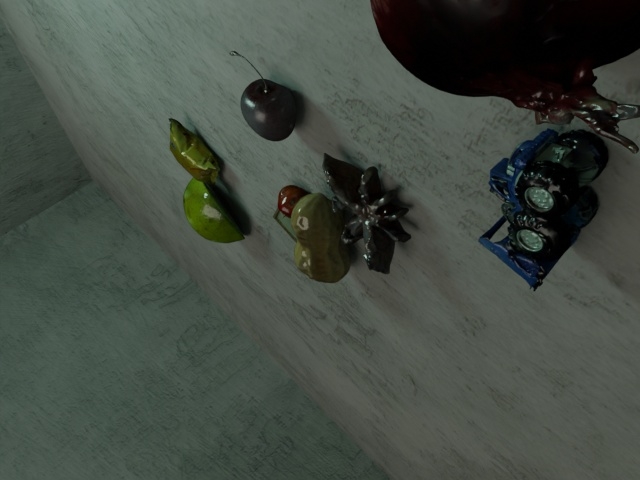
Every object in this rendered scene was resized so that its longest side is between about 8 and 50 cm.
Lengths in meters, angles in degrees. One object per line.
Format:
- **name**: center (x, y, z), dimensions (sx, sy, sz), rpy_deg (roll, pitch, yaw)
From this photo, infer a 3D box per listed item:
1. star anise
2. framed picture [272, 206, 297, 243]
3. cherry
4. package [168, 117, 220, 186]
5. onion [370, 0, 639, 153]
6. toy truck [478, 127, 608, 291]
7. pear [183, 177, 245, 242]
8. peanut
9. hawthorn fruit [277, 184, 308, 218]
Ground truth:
- **star anise**: center (0.093, -0.046, 0.974), dimensions (0.198, 0.110, 0.257), rpy_deg (27, 141, 40)
- **framed picture**: center (-0.073, -0.057, 1.346), dimensions (0.136, 0.010, 0.201), rpy_deg (47, 156, 3)
- **cherry**: center (-0.123, -0.293, 0.999), dimensions (0.188, 0.115, 0.148), rpy_deg (43, -166, 31)
- **package**: center (-0.408, -0.275, 1.490), dimensions (0.226, 0.090, 0.168), rpy_deg (45, 158, 0)
- **onion**: center (0.183, -0.195, 0.398), dimensions (0.273, 0.273, 0.285), rpy_deg (-16, 82, 63)
- **toy truck**: center (0.295, -0.043, 0.636), dimensions (0.126, 0.113, 0.208), rpy_deg (28, 146, 39)
- **pear**: center (-0.385, -0.082, 1.622), dimensions (0.288, 0.139, 0.239), rpy_deg (57, 165, -16)
- **peanut**: center (0.000, 0.000, 1.149), dimensions (0.149, 0.149, 0.313), rpy_deg (36, 152, 27)
- **hawthorn fruit**: center (-0.073, -0.096, 1.196), dimensions (0.093, 0.093, 0.093), rpy_deg (38, 153, 24)
